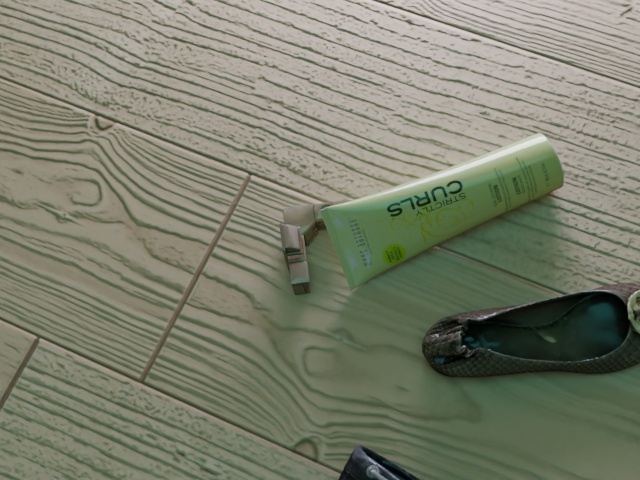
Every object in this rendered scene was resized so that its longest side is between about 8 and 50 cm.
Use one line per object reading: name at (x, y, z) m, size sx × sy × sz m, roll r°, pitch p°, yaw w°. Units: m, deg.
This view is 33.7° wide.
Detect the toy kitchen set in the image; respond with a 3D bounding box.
toy kitchen set at (0.000, 0.000, 1.057) m, size 0.075 × 0.068 × 0.083 m, roll -8°, pitch 67°, yaw 3°

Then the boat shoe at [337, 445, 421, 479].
boat shoe at (0.150, 0.271, 0.906) m, size 0.306 × 0.113 × 0.105 m, roll 23°, pitch 86°, yaw 24°

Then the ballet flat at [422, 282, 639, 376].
ballet flat at (0.220, 0.085, 1.004) m, size 0.249 × 0.058 × 0.084 m, roll -7°, pitch 68°, yaw 3°

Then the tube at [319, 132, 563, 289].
tube at (0.125, -0.034, 1.061) m, size 0.240 × 0.062 × 0.070 m, roll -22°, pitch 70°, yaw -4°
